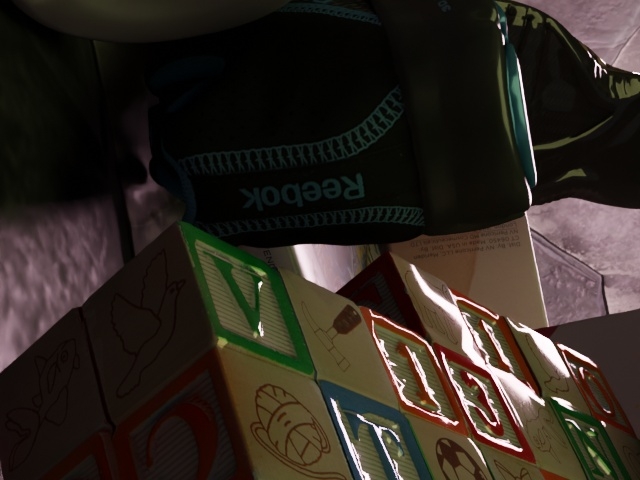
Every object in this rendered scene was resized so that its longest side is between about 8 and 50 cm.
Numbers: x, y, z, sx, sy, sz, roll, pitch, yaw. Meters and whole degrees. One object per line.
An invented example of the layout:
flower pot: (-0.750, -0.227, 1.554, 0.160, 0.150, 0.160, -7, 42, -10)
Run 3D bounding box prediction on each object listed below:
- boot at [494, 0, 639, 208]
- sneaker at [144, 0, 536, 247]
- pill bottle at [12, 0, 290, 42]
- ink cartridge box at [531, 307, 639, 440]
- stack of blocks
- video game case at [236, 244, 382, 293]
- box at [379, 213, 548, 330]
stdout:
boot: (0.096, -0.133, 0.974, 0.377, 0.284, 0.138, 4, 108, -41)
sneaker: (-0.021, -0.085, 0.579, 0.341, 0.139, 0.125, -125, -157, -71)
pill bottle: (-0.069, -0.190, 0.452, 0.119, 0.119, 0.209, 42, 37, -72)
ink cartridge box: (0.239, 0.179, 0.650, 0.160, 0.384, 0.279, -44, 104, -35)
stack of blocks: (0.033, 0.097, 0.436, 0.297, 0.087, 0.171, 27, 31, -46)
video game case: (0.000, 0.000, 0.820, 0.275, 0.035, 0.248, -85, 160, -55)
box: (0.125, 0.120, 1.025, 0.148, 0.121, 0.311, 94, -11, -72)
